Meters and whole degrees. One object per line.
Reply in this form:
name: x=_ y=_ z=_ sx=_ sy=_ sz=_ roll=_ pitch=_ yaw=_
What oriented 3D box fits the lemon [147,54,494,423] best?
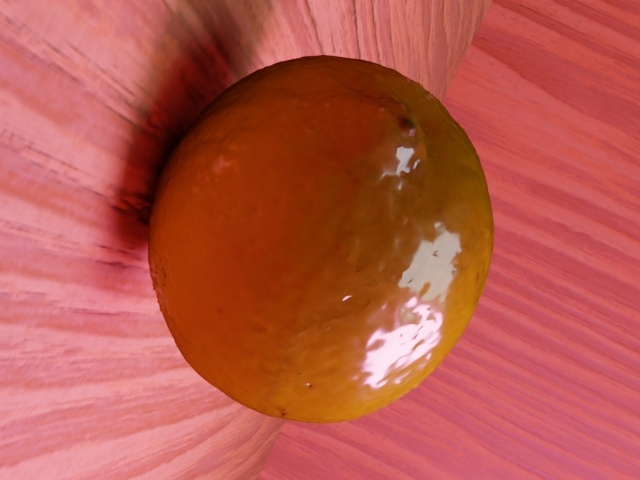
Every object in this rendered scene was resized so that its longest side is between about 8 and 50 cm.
lemon: x=-0.001 y=0.003 z=0.834 sx=0.236 sy=0.235 sz=0.263 roll=-53 pitch=154 yaw=-57
